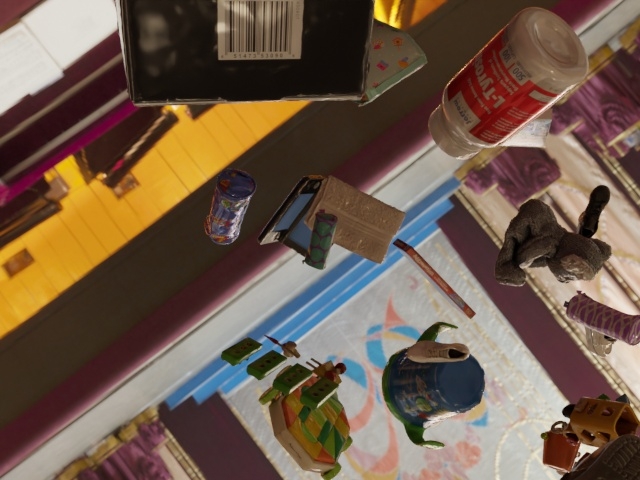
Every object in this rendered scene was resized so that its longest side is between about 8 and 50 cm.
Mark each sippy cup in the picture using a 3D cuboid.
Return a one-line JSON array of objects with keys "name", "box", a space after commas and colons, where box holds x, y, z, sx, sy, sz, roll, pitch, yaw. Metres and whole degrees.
[{"name": "sippy cup", "box": [0.318, 0.387, 1.805, 0.240, 0.305, 0.224, -18, 172, -28]}]

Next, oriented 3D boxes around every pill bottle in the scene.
[{"name": "pill bottle", "box": [0.470, -0.389, 1.743, 0.229, 0.229, 0.408, -34, 175, -38]}]

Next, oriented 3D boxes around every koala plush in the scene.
[{"name": "koala plush", "box": [0.558, 0.023, 1.566, 0.196, 0.221, 0.203, -22, 127, -47]}]

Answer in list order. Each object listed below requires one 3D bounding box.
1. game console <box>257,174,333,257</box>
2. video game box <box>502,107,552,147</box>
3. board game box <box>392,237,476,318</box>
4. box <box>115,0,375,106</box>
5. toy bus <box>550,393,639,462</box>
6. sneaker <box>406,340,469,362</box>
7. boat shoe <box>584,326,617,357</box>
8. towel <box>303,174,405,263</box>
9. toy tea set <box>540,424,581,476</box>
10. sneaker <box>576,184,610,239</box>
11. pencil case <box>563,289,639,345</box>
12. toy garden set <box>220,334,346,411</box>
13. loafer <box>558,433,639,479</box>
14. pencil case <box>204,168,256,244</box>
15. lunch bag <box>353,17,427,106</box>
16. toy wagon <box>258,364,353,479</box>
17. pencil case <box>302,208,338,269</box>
[{"name": "game console", "box": [-0.034, -0.063, 2.296, 0.293, 0.173, 0.250, -53, 166, 19]}, {"name": "video game box", "box": [0.617, -0.358, 2.112, 0.205, 0.048, 0.187, 4, 164, 13]}, {"name": "board game box", "box": [0.328, 0.109, 1.933, 0.027, 0.281, 0.145, -45, -167, 1]}, {"name": "box", "box": [-0.188, -0.509, 1.427, 0.481, 0.471, 0.297, -6, 122, -17]}, {"name": "toy bus", "box": [0.642, 0.424, 1.580, 0.202, 0.104, 0.191, -29, -162, 13]}, {"name": "sneaker", "box": [0.285, 0.269, 1.613, 0.152, 0.053, 0.061, -4, 175, 8]}, {"name": "boat shoe", "box": [0.930, 0.300, 2.178, 0.088, 0.267, 0.096, 18, -125, 45]}, {"name": "towel", "box": [0.104, -0.066, 2.072, 0.187, 0.282, 0.049, -65, 178, 11]}, {"name": "toy tea set", "box": [0.734, 0.594, 1.821, 0.336, 0.200, 0.124, 40, 62, -47]}, {"name": "sneaker", "box": [0.711, -0.057, 1.744, 0.089, 0.051, 0.170, -66, 172, -45]}, {"name": "pencil case", "box": [0.756, 0.205, 1.768, 0.086, 0.206, 0.088, 17, 97, -40]}, {"name": "toy garden set", "box": [-0.072, 0.292, 1.503, 0.204, 0.244, 0.049, -22, 133, -62]}, {"name": "loafer", "box": [0.456, 0.428, 1.129, 0.251, 0.094, 0.087, -41, 163, 4]}, {"name": "pencil case", "box": [-0.286, -0.107, 2.096, 0.306, 0.120, 0.133, 121, -7, -57]}, {"name": "lunch bag", "box": [0.152, -0.510, 1.932, 0.223, 0.262, 0.160, -34, 138, -11]}, {"name": "toy wagon", "box": [-0.018, 0.446, 1.736, 0.068, 0.267, 0.344, -38, -177, 24]}, {"name": "pencil case", "box": [0.000, 0.000, 1.756, 0.070, 0.065, 0.151, -120, -140, -58]}]
